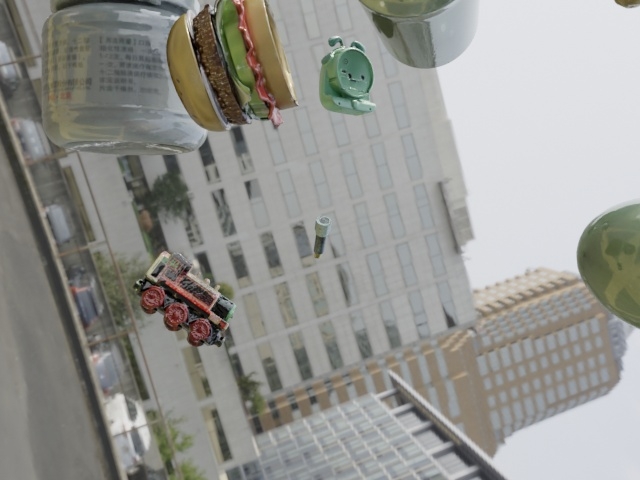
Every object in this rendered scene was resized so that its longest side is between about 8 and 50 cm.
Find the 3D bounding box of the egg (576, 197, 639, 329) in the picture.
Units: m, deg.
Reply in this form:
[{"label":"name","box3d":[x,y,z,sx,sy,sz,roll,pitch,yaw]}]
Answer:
[{"label":"egg","box3d":[0.505,0.039,0.945,0.282,0.203,0.203,20,-46,35]}]

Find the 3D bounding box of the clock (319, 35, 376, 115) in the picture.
[{"label":"clock","box3d":[0.067,-0.407,1.657,0.060,0.148,0.189,-3,-91,54]}]

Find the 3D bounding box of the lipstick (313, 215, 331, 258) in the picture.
[{"label":"lipstick","box3d":[0.000,0.000,1.514,0.037,0.037,0.116,-119,-152,-43]}]

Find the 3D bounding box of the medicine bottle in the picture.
[{"label":"medicine bottle","box3d":[-0.292,-0.292,1.021,0.245,0.245,0.306,-175,-94,-77]}]

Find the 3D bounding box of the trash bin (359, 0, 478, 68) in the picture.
[{"label":"trash bin","box3d":[0.209,-0.551,1.431,0.432,0.280,0.280,19,51,-75]}]

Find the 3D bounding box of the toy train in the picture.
[{"label":"toy train","box3d":[-0.173,0.079,0.880,0.138,0.087,0.050,36,-19,-5]}]

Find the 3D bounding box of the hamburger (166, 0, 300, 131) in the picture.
[{"label":"hamburger","box3d":[-0.108,-0.205,0.798,0.175,0.136,0.175,-18,90,-87]}]

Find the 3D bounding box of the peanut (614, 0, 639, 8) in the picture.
[{"label":"peanut","box3d":[0.742,-0.660,1.507,0.290,0.130,0.130,89,-20,-52]}]
